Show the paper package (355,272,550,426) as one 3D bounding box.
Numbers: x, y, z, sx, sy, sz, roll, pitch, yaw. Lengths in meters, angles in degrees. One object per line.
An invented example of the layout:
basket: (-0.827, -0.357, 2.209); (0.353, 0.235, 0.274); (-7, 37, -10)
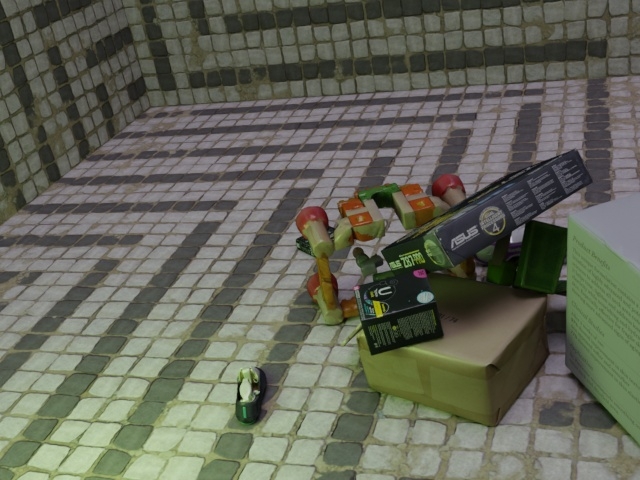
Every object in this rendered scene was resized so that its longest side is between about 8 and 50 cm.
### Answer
paper package: (0.304, 0.225, 1.821); (0.325, 0.168, 0.309); (11, 35, 37)

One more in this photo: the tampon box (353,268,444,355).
tampon box: (0.164, 0.149, 1.720); (0.161, 0.101, 0.120); (-16, 34, 3)

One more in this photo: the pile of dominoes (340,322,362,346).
pile of dominoes: (0.160, 0.166, 1.961); (0.040, 0.196, 0.251); (44, 22, 8)

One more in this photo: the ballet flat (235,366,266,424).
ballet flat: (-0.163, 0.336, 1.879); (0.074, 0.074, 0.203); (-8, 27, 4)

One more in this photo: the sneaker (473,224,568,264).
sneaker: (0.569, -0.011, 2.228); (0.305, 0.114, 0.152); (0, 30, 18)

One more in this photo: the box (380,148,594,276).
box: (0.363, -0.051, 1.827); (0.395, 0.097, 0.318); (-30, 4, -17)

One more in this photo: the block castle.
block castle: (0.176, 0.011, 2.131); (0.454, 0.302, 0.212); (-13, 34, -5)

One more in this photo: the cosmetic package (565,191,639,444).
cosmetic package: (0.702, 0.141, 1.577); (0.328, 0.393, 0.329); (-16, 33, -10)

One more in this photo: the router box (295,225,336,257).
router box: (0.000, 0.000, 2.490); (0.123, 0.038, 0.092); (-28, 32, -29)

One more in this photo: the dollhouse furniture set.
dollhouse furniture set: (0.567, 0.058, 1.881); (0.302, 0.151, 0.197); (13, -2, -11)
